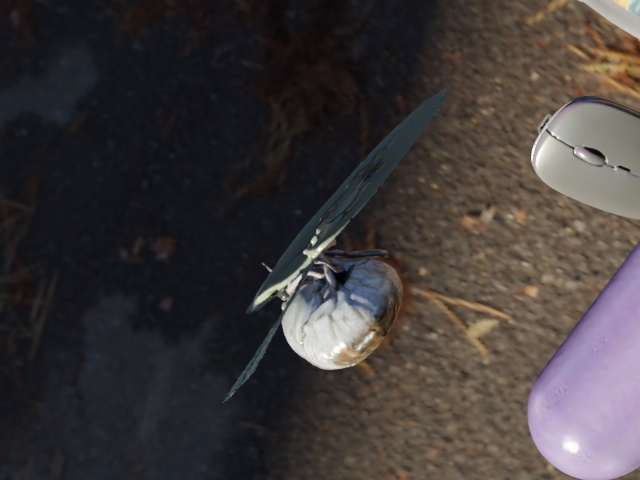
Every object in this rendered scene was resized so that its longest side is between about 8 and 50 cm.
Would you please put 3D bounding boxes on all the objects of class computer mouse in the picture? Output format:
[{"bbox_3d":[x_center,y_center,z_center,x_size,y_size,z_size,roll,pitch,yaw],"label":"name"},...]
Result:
[{"bbox_3d":[0.331,-0.082,1.625,0.120,0.232,0.057,-56,33,29],"label":"computer mouse"}]

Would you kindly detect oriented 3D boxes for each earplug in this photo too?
[{"bbox_3d":[0.434,0.110,1.929,0.456,0.215,0.215,-52,49,16],"label":"earplug"}]

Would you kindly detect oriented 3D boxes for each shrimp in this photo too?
[{"bbox_3d":[0.006,0.060,1.711,0.145,0.116,0.343,-67,17,-1],"label":"shrimp"}]

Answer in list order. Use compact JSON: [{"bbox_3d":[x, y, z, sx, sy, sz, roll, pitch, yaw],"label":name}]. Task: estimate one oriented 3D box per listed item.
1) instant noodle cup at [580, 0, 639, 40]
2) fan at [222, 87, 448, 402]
[{"bbox_3d":[0.175,-0.177,0.560,0.258,0.302,0.182,64,153,28],"label":"instant noodle cup"},{"bbox_3d":[-0.001,0.000,1.132,0.233,0.012,0.415,-47,6,27],"label":"fan"}]
